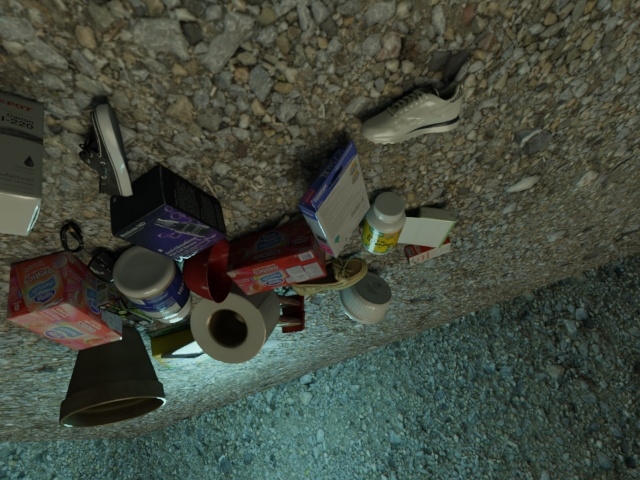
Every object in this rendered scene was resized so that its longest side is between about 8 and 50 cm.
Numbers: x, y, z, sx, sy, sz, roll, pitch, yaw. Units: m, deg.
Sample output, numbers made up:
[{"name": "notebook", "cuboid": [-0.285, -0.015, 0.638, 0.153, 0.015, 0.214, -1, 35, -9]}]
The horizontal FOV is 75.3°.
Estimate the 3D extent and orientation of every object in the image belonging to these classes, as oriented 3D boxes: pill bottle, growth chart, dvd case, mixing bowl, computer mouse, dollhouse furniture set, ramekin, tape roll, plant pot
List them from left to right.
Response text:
[{"name": "computer mouse", "cuboid": [-0.557, 0.039, 1.023, 0.071, 0.041, 0.242, -54, 158, -23]}, {"name": "plant pot", "cuboid": [-0.730, 0.468, 1.462, 0.324, 0.280, 0.323, -14, 152, -8]}, {"name": "pill bottle", "cuboid": [-0.455, 0.132, 1.163, 0.153, 0.153, 0.264, -14, 152, -9]}, {"name": "dvd case", "cuboid": [-0.481, 0.418, 1.611, 0.221, 0.018, 0.165, -30, 151, 25]}, {"name": "mixing bowl", "cuboid": [-0.323, 0.085, 1.167, 0.099, 0.181, 0.181, 1, 154, 11]}, {"name": "tape roll", "cuboid": [-0.267, 0.247, 1.332, 0.246, 0.246, 0.169, -27, -172, 15]}, {"name": "dollhouse furniture set", "cuboid": [-0.264, 0.288, 1.605, 0.375, 0.152, 0.201, -15, 158, 32]}, {"name": "growth chart", "cuboid": [-0.037, -0.033, 1.259, 0.238, 0.021, 0.172, -3, 149, -25]}, {"name": "ramekin", "cuboid": [0.185, 0.220, 1.658, 0.207, 0.207, 0.109, -1, 137, -29]}, {"name": "pill bottle", "cuboid": [0.192, -0.052, 1.257, 0.118, 0.117, 0.208, -13, 152, -10]}]

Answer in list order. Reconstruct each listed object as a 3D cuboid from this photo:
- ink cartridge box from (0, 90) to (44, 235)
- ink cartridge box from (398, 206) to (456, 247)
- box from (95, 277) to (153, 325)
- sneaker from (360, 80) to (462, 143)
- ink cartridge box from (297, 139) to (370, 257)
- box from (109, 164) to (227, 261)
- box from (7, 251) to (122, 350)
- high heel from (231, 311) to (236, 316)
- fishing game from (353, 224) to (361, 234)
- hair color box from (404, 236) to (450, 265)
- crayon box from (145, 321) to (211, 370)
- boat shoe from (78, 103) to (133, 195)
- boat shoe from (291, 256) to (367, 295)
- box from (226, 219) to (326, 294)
[{"name": "ink cartridge box", "cuboid": [-0.503, -0.127, 0.603, 0.159, 0.217, 0.092, 11, 135, -43]}, {"name": "ink cartridge box", "cuboid": [0.318, -0.048, 1.411, 0.236, 0.056, 0.171, 7, 149, 0]}, {"name": "box", "cuboid": [-0.564, 0.165, 1.198, 0.036, 0.114, 0.207, -21, 152, 4]}, {"name": "sneaker", "cuboid": [0.196, -0.281, 0.907, 0.235, 0.090, 0.094, -18, 139, -9]}, {"name": "ink cartridge box", "cuboid": [0.040, -0.099, 1.044, 0.185, 0.065, 0.311, -56, 158, -14]}, {"name": "box", "cuboid": [-0.342, -0.053, 0.949, 0.153, 0.108, 0.207, -28, 151, 18]}, {"name": "box", "cuboid": [-0.667, 0.174, 1.112, 0.142, 0.153, 0.299, -15, 153, -7]}, {"name": "high heel", "cuboid": [-0.269, 0.206, 1.441, 0.244, 0.117, 0.082, -29, 150, 20]}, {"name": "fishing game", "cuboid": [0.000, 0.000, 1.276, 0.264, 0.041, 0.189, -19, 155, 3]}, {"name": "hair color box", "cuboid": [0.416, 0.035, 1.614, 0.168, 0.053, 0.093, -22, 153, 4]}, {"name": "crayon box", "cuboid": [-0.570, 0.445, 1.727, 0.203, 0.083, 0.322, -14, 151, -9]}, {"name": "boat shoe", "cuboid": [-0.404, -0.157, 0.769, 0.076, 0.080, 0.228, -9, 158, -20]}, {"name": "boat shoe", "cuboid": [0.030, 0.127, 1.494, 0.286, 0.104, 0.089, -20, 155, 5]}, {"name": "box", "cuboid": [-0.123, 0.050, 1.183, 0.257, 0.122, 0.128, -15, 137, 13]}]
